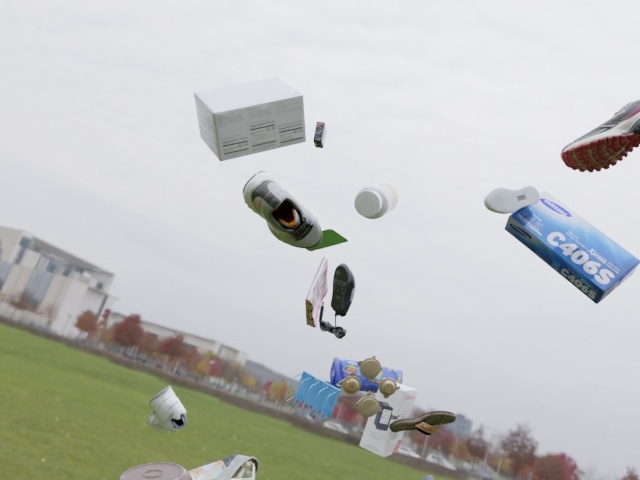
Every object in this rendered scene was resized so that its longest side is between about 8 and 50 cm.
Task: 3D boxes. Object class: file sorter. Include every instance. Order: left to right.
[{"bbox_3d":[-0.033,0.598,2.266,0.170,0.118,0.104,23,9,24],"label":"file sorter"}]

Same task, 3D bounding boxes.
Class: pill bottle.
[{"bbox_3d":[0.214,-0.156,2.313,0.137,0.136,0.246,14,14,17],"label":"pill bottle"}]

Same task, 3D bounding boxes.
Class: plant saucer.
[{"bbox_3d":[-0.367,0.522,1.296,0.169,0.029,0.168,-2,-1,0],"label":"plant saucer"}]

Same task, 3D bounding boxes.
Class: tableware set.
[{"bbox_3d":[0.143,0.428,1.729,0.168,0.141,0.020,52,-2,-10],"label":"tableware set"}]

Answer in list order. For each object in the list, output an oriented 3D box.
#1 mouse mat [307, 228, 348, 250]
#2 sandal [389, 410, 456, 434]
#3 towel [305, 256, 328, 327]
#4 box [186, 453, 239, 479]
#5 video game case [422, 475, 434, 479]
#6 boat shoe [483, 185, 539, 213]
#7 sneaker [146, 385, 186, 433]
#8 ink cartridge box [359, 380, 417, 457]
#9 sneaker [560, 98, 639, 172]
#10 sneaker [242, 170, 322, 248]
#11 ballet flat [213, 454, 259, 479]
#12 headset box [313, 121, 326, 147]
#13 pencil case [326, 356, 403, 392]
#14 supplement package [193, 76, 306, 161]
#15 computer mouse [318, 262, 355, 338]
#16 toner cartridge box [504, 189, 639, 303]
[{"bbox_3d":[0.000,0.000,2.417,0.190,0.007,0.153,-16,-27,26],"label":"mouse mat"},{"bbox_3d":[0.333,0.602,1.918,0.220,0.060,0.090,-13,-38,8],"label":"sandal"},{"bbox_3d":[-0.005,0.150,1.675,0.029,0.144,0.197,16,-29,10],"label":"towel"},{"bbox_3d":[-0.367,0.776,1.804,0.290,0.169,0.087,1,29,-46],"label":"box"},{"bbox_3d":[0.250,0.686,1.276,0.026,0.274,0.196,-13,14,30],"label":"video game case"},{"bbox_3d":[0.546,-0.111,1.728,0.219,0.077,0.070,-8,-12,-33],"label":"boat shoe"},{"bbox_3d":[-0.539,0.635,2.102,0.129,0.111,0.297,42,-33,16],"label":"sneaker"},{"bbox_3d":[0.243,0.621,2.078,0.100,0.237,0.172,17,-6,26],"label":"ink cartridge box"},{"bbox_3d":[0.773,-0.279,1.539,0.299,0.112,0.121,-25,-45,16],"label":"sneaker"},{"bbox_3d":[-0.068,-0.042,1.304,0.108,0.100,0.271,43,0,36],"label":"sneaker"},{"bbox_3d":[-0.184,0.524,1.281,0.068,0.072,0.213,-2,4,12],"label":"ballet flat"},{"bbox_3d":[-0.001,-0.379,2.107,0.032,0.083,0.062,9,-14,9],"label":"headset box"},{"bbox_3d":[0.184,0.566,2.427,0.306,0.133,0.119,11,-51,0],"label":"pencil case"},{"bbox_3d":[-0.203,-0.355,1.699,0.262,0.145,0.204,-16,35,-21],"label":"supplement package"},{"bbox_3d":[0.063,0.211,2.105,0.060,0.261,0.184,7,-4,-28],"label":"computer mouse"},{"bbox_3d":[0.736,0.012,1.749,0.348,0.165,0.075,45,-23,29],"label":"toner cartridge box"}]
